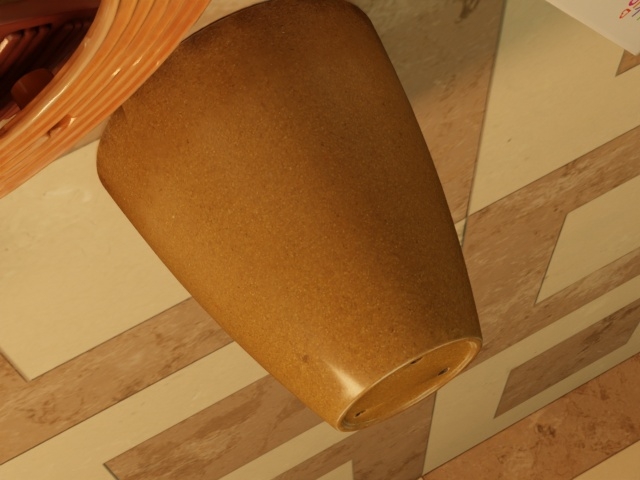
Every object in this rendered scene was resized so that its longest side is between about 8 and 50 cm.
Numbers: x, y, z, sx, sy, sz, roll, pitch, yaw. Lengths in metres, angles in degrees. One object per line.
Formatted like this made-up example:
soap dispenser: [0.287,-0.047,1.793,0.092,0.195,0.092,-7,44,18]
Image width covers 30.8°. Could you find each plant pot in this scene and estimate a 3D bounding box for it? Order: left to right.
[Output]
plant pot: [0.000,0.000,0.836,0.237,0.254,0.237,-27,159,-11]

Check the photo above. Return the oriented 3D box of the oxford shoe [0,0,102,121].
oxford shoe: [-0.209,-0.110,0.515,0.123,0.130,0.348,-37,176,30]

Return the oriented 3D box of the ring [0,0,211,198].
ring: [-0.171,-0.047,0.393,0.336,0.032,0.336,-34,173,-4]

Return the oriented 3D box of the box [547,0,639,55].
box: [0.208,-0.259,0.731,0.231,0.127,0.262,-43,156,22]
